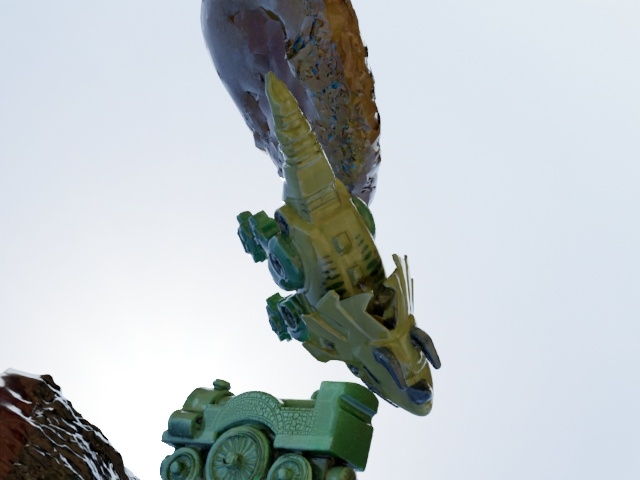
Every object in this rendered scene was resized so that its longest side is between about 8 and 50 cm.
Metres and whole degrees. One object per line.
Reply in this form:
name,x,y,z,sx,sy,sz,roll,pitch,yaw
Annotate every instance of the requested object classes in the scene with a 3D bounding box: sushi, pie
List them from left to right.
sushi,-0.158,0.151,0.829,0.126,0.136,0.225,44,-179,-3
pie,-0.020,-0.138,1.392,0.069,0.273,0.273,-27,-124,-20

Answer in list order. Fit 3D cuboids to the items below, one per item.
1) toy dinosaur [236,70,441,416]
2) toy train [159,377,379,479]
toy dinosaur,0.000,0.000,1.142,0.153,0.094,0.259,14,131,62
toy train,-0.044,0.155,1.250,0.178,0.104,0.071,-1,156,37
